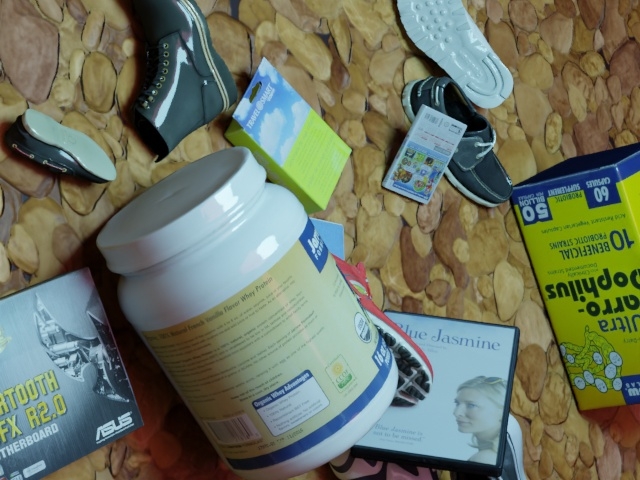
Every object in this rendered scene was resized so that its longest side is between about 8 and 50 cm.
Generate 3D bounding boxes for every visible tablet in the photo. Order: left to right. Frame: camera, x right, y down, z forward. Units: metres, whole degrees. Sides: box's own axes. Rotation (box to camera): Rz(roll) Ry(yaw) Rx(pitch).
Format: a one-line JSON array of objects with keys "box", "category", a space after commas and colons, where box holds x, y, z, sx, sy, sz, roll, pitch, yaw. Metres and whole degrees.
[{"box": [0.000, 0.000, 1.877, 0.083, 0.006, 0.054, 12, 72, -45], "category": "tablet"}]

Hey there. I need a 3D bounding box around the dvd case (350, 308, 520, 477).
[{"box": [0.147, 0.184, 1.829, 0.253, 0.180, 0.022, -73, 166, -50], "category": "dvd case"}]

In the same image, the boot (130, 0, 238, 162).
[{"box": [-0.186, -0.202, 1.689, 0.137, 0.077, 0.198, -48, 113, -35], "category": "boot"}]

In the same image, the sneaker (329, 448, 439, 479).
[{"box": [0.119, 0.272, 1.872, 0.235, 0.094, 0.153, -35, 107, -44], "category": "sneaker"}]

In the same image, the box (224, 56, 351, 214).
[{"box": [-0.044, -0.128, 1.835, 0.178, 0.042, 0.109, 45, 51, -29], "category": "box"}]

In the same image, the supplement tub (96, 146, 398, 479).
[{"box": [-0.080, 0.079, 1.614, 0.228, 0.228, 0.316, -48, 115, -41], "category": "supplement tub"}]

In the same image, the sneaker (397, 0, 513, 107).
[{"box": [0.184, -0.288, 2.090, 0.235, 0.090, 0.095, 56, 13, -7], "category": "sneaker"}]

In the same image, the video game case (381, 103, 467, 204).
[{"box": [0.141, -0.115, 1.999, 0.087, 0.011, 0.122, 20, 100, -42], "category": "video game case"}]

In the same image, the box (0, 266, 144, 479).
[{"box": [-0.303, 0.147, 1.493, 0.231, 0.056, 0.183, -23, 98, -46], "category": "box"}]

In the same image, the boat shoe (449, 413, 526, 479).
[{"box": [0.222, 0.345, 1.894, 0.306, 0.113, 0.105, 79, 30, -44], "category": "boat shoe"}]

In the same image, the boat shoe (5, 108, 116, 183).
[{"box": [-0.278, -0.095, 1.590, 0.133, 0.042, 0.049, 30, 35, -39], "category": "boat shoe"}]

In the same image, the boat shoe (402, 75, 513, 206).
[{"box": [0.207, -0.136, 2.073, 0.233, 0.079, 0.084, 51, 48, -27], "category": "boat shoe"}]

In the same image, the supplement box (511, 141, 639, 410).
[{"box": [0.455, 0.048, 2.197, 0.195, 0.194, 0.356, -25, 99, -46], "category": "supplement box"}]

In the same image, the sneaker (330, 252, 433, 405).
[{"box": [0.039, 0.079, 1.785, 0.279, 0.107, 0.118, 43, 40, -2], "category": "sneaker"}]
